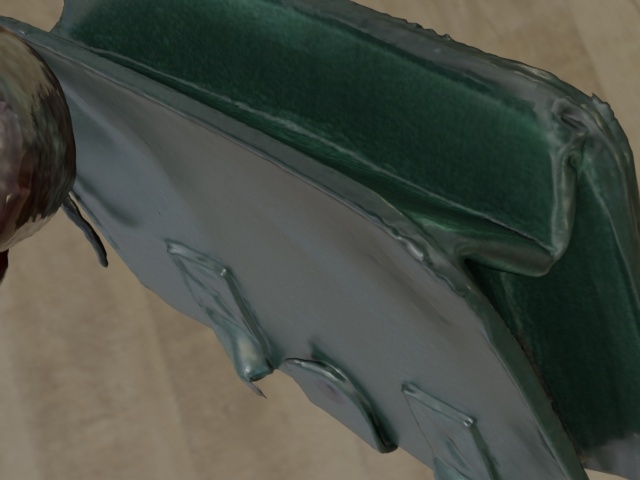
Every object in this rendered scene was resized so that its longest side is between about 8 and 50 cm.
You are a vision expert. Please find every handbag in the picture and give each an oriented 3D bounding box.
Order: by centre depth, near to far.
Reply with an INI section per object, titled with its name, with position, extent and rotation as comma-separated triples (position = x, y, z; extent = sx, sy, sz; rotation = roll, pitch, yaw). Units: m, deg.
[handbag]
position = -0.001, 0.000, 0.761
extent = 0.326, 0.238, 0.089
rotation = 26, 62, 42

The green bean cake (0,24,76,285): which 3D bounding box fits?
[green bean cake]
position = -0.203, -0.011, 0.540
extent = 0.198, 0.097, 0.232
rotation = 37, 100, 1
